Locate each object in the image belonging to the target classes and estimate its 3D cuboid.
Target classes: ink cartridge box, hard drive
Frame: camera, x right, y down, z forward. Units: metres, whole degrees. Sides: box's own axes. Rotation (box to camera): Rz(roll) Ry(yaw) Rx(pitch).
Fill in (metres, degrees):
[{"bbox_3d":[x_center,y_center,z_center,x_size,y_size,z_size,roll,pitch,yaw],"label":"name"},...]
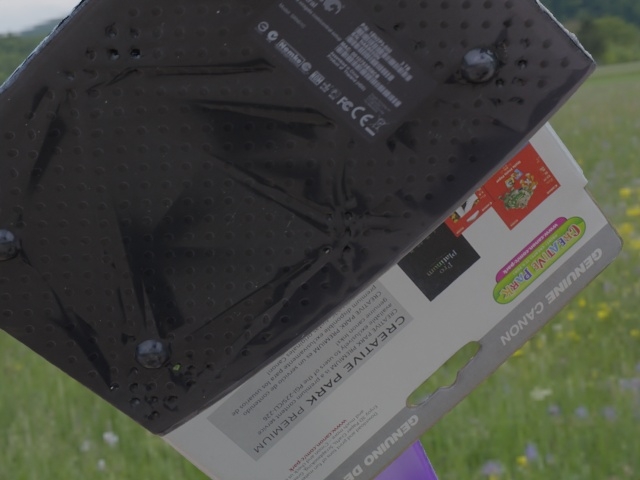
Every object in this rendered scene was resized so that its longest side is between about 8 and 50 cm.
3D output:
[{"bbox_3d":[0.000,0.000,0.882,0.309,0.272,0.130,-41,34,1],"label":"ink cartridge box"},{"bbox_3d":[-0.036,-0.044,0.558,0.255,0.172,0.054,-41,27,18],"label":"hard drive"}]

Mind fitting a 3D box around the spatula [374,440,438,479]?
[{"bbox_3d":[0.088,0.286,1.099,0.030,0.296,0.084,16,-43,-42],"label":"spatula"}]
